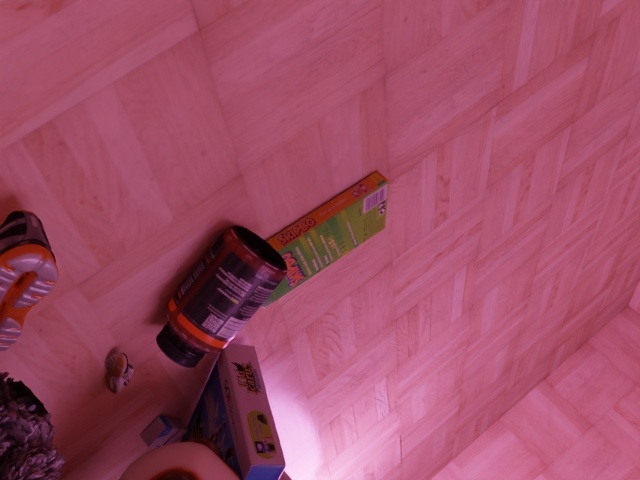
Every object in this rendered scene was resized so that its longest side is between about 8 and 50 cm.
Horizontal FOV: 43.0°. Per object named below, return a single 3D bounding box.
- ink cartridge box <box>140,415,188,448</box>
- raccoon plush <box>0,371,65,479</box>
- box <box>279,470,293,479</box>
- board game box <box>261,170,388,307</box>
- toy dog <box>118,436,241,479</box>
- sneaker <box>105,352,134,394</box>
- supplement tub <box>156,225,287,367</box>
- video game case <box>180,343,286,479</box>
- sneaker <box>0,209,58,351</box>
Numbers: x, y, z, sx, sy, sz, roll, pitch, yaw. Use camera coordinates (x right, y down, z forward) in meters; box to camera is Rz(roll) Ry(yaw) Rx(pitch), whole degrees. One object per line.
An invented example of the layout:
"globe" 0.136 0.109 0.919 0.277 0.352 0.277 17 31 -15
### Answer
"ink cartridge box" -0.258 0.326 1.371 0.048 0.028 0.083 -47 152 4
"raccoon plush" -0.377 0.291 0.758 0.216 0.446 0.299 -19 172 2
"box" -0.207 0.549 1.514 0.345 0.215 0.168 -43 152 -3
"board game box" 0.000 0.000 1.278 0.259 0.039 0.124 -35 150 -23
"toy dog" -0.278 0.449 1.140 0.408 0.395 0.284 -37 171 6
"sneaker" -0.283 0.181 1.154 0.037 0.032 0.083 -37 159 -44
"supplement tub" -0.143 0.082 1.123 0.198 0.106 0.106 -50 152 10
"video game case" -0.153 0.347 1.318 0.061 0.244 0.269 9 125 -25
"sneaker" -0.343 0.052 0.848 0.215 0.083 0.084 -38 141 26
